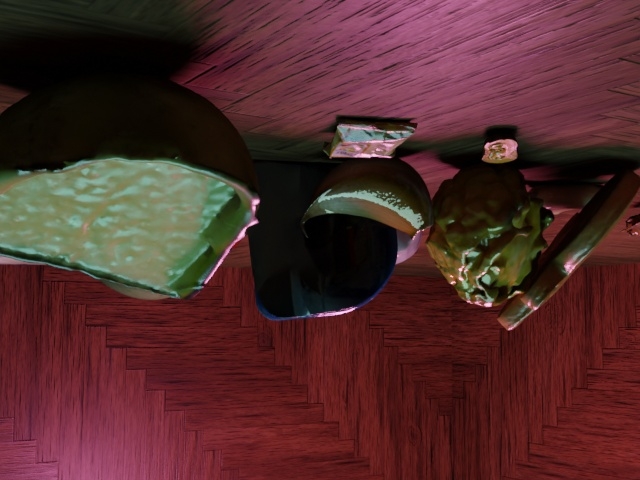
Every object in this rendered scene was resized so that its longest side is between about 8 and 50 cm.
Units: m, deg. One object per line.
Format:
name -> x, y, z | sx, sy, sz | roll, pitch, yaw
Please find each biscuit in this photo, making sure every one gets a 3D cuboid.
biscuit -> 0.437, 0.017, 1.532 | 0.275, 0.052, 0.355 | -44, 171, -51

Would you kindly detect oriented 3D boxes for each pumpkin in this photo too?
pumpkin -> 0.253, -0.135, 1.234 | 0.050, 0.028, 0.083 | -2, 165, 5

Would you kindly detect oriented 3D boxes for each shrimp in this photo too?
shrimp -> 0.728, -0.054, 1.843 | 0.150, 0.068, 0.248 | -3, 171, -26

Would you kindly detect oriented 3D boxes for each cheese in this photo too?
cheese -> 0.410, -0.079, 1.645 | 0.235, 0.050, 0.127 | 1, 175, -21

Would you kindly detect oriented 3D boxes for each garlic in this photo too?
garlic -> 0.075, -0.082, 1.381 | 0.206, 0.128, 0.115 | 4, -142, 1

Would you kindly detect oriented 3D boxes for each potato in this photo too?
potato -> -0.207, -0.100, 0.956 | 0.330, 0.213, 0.280 | 17, 146, -39

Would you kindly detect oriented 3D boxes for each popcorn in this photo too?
popcorn -> 0.279, -0.016, 1.451 | 0.190, 0.250, 0.250 | 16, 180, 23

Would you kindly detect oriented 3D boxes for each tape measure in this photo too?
tape measure -> -0.002, 0.000, 1.490 | 0.262, 0.259, 0.138 | -3, 175, -11

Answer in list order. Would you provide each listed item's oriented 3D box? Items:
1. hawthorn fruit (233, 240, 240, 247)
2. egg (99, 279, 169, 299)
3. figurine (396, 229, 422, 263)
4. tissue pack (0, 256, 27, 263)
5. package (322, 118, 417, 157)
hawthorn fruit -> -0.207, -0.030, 1.828 | 0.125, 0.140, 0.125 | -32, 168, -7
egg -> -0.319, -0.008, 1.556 | 0.295, 0.219, 0.218 | 5, 178, 37
figurine -> 0.073, -0.010, 1.742 | 0.275, 0.200, 0.133 | -8, 147, 8
tissue pack -> -0.624, -0.011, 1.952 | 0.343, 0.125, 0.242 | -3, 173, 24
package -> 0.065, -0.138, 1.199 | 0.108, 0.031, 0.121 | 1, 169, -11
